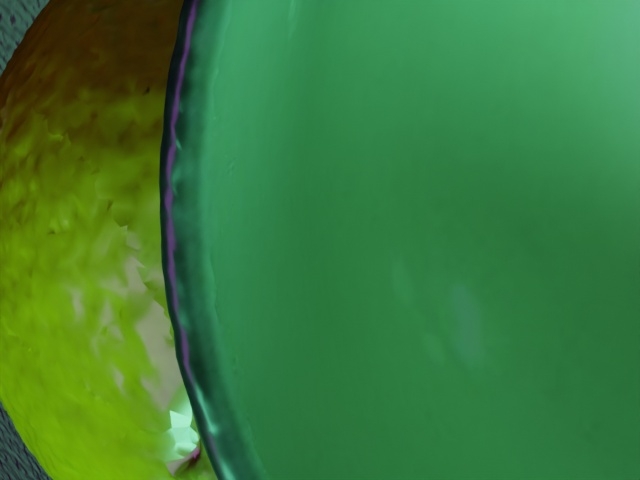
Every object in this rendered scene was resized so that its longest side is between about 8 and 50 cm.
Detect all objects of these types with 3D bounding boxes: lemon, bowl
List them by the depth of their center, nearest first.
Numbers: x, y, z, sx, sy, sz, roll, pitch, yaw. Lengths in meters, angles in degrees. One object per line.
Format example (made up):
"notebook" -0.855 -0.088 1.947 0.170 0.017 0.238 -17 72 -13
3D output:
"bowl" 0.150 -0.029 0.391 0.185 0.354 0.354 -75 -34 -70
"lemon" 0.000 -0.001 0.605 0.293 0.293 0.293 36 143 33
